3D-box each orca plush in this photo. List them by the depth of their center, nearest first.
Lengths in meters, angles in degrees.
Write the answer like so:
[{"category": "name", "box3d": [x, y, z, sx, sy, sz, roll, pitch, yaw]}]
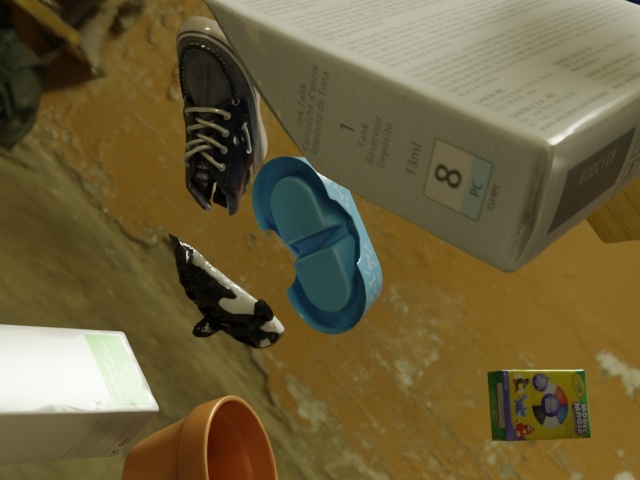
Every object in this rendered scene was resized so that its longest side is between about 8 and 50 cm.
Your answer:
[{"category": "orca plush", "box3d": [-0.166, 0.114, 1.371, 0.151, 0.102, 0.287, 23, -19, 30]}]

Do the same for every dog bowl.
[{"category": "dog bowl", "box3d": [0.000, 0.000, 1.373, 0.074, 0.166, 0.297, -24, 91, -48]}]

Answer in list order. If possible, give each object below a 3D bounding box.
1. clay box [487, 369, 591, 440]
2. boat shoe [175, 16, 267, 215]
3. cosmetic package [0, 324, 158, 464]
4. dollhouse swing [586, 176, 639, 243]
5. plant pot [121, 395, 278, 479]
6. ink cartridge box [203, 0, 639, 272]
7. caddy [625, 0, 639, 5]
[{"category": "clay box", "box3d": [0.418, 0.304, 1.576, 0.222, 0.128, 0.053, 3, -13, -23]}, {"category": "boat shoe", "box3d": [-0.167, -0.181, 1.357, 0.127, 0.158, 0.341, 8, -31, 17]}, {"category": "cosmetic package", "box3d": [-0.489, 0.265, 1.465, 0.365, 0.155, 0.197, 12, 37, -53]}, {"category": "dollhouse swing", "box3d": [0.513, -0.190, 1.119, 0.315, 0.346, 0.305, 57, -37, 9]}, {"category": "plant pot", "box3d": [-0.228, 0.449, 1.572, 0.291, 0.203, 0.291, -15, 90, -73]}, {"category": "ink cartridge box", "box3d": [0.062, -0.145, 0.634, 0.385, 0.308, 0.091, 29, -52, 29]}, {"category": "caddy", "box3d": [0.579, -0.470, 1.304, 0.341, 0.179, 0.241, 43, -8, 46]}]
